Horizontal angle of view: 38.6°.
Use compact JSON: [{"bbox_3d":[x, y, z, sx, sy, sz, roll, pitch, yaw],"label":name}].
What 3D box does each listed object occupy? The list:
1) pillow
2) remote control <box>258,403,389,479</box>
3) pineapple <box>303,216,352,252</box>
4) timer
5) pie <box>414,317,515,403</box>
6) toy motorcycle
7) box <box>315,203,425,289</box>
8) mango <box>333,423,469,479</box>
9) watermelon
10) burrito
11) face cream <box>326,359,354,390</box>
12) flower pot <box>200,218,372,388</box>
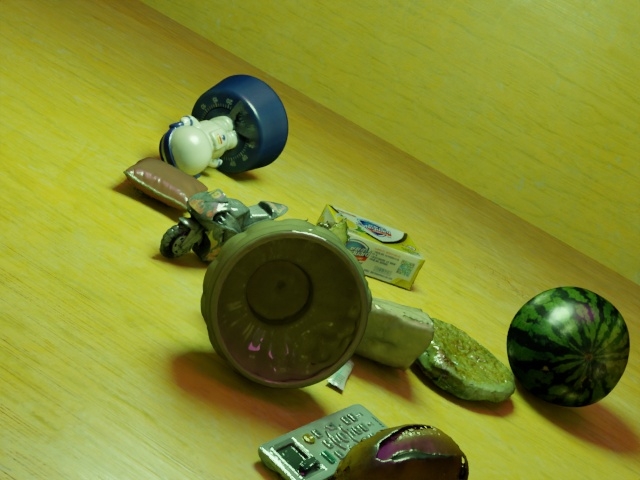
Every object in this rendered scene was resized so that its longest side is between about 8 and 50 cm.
[{"bbox_3d":[-0.364,-0.129,2.152,0.179,0.075,0.171,27,19,-1],"label":"pillow"},{"bbox_3d":[0.021,0.341,1.501,0.103,0.051,0.293,38,25,28],"label":"remote control"},{"bbox_3d":[-0.006,-0.002,2.195,0.249,0.164,0.140,20,12,-12],"label":"pineapple"},{"bbox_3d":[-0.289,-0.276,2.440,0.270,0.270,0.383,33,34,15],"label":"timer"},{"bbox_3d":[0.306,0.271,2.045,0.277,0.078,0.277,30,19,-11],"label":"pie"},{"bbox_3d":[-0.203,-0.027,1.962,0.307,0.173,0.108,3,30,-48],"label":"toy motorcycle"},{"bbox_3d":[0.124,0.017,2.405,0.265,0.097,0.168,20,21,-21],"label":"box"},{"bbox_3d":[0.123,0.370,1.428,0.248,0.151,0.156,-3,75,-43],"label":"mango"},{"bbox_3d":[0.581,0.250,2.147,0.285,0.285,0.285,24,19,-9],"label":"watermelon"},{"bbox_3d":[0.057,0.155,1.897,0.331,0.135,0.190,22,5,-5],"label":"burrito"},{"bbox_3d":[0.041,0.260,1.781,0.038,0.020,0.115,30,20,5],"label":"face cream"},{"bbox_3d":[-0.067,0.101,1.665,0.307,0.307,0.244,23,5,-13],"label":"flower pot"}]
